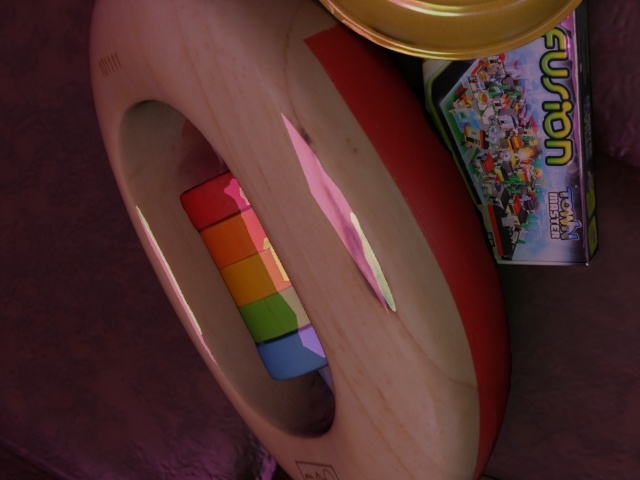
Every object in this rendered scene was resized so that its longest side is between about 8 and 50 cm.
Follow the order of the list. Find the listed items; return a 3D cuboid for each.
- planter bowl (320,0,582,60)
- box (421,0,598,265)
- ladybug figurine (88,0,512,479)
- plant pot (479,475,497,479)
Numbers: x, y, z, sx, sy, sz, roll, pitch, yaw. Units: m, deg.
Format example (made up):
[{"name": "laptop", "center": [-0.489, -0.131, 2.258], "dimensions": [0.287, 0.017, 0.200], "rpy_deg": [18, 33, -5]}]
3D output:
[{"name": "planter bowl", "center": [0.084, -0.228, 0.892], "dimensions": [0.217, 0.090, 0.217], "rpy_deg": [0, 78, -2]}, {"name": "box", "center": [0.133, -0.086, 1.017], "dimensions": [0.114, 0.036, 0.207], "rpy_deg": [1, 108, 23]}, {"name": "ladybug figurine", "center": [0.000, 0.000, 1.003], "dimensions": [0.305, 0.162, 0.449], "rpy_deg": [-9, 108, 61]}, {"name": "plant pot", "center": [0.087, 0.307, 1.089], "dimensions": [0.205, 0.188, 0.205], "rpy_deg": [8, 111, 21]}]
